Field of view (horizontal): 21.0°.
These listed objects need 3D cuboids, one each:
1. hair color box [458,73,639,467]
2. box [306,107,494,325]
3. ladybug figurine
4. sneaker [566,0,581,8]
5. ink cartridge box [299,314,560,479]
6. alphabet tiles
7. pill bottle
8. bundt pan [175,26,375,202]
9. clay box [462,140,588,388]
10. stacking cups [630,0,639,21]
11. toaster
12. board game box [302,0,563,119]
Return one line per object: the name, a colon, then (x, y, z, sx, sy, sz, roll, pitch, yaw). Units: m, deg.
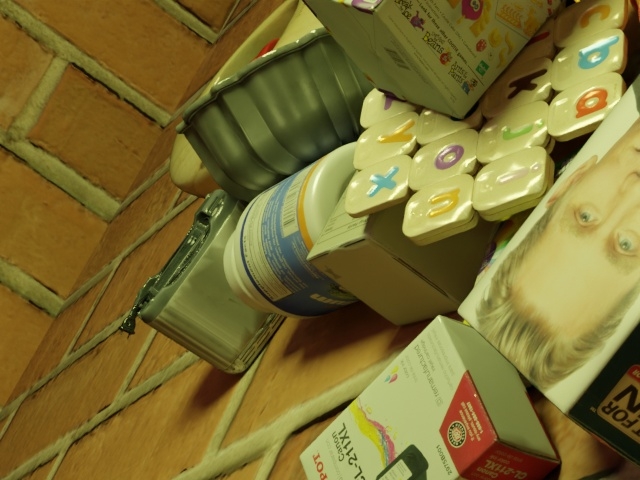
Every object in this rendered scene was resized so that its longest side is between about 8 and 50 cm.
hair color box: (0.259, -0.034, 1.124, 0.347, 0.105, 0.174, -53, 27, 5)
box: (0.128, -0.082, 1.672, 0.311, 0.121, 0.148, -60, 16, -20)
ladybug figurine: (-0.053, -0.188, 2.401, 0.449, 0.162, 0.305, -35, 25, 51)
sneaker: (0.207, -0.227, 1.797, 0.215, 0.084, 0.083, -31, 35, 32)
ink cartridge box: (0.077, 0.164, 1.290, 0.175, 0.072, 0.127, -47, 43, 25)
alphabet tiles: (0.147, -0.117, 1.526, 0.278, 0.021, 0.284, -21, 38, 30)
pill bottle: (0.000, 0.000, 1.832, 0.152, 0.152, 0.272, -61, 15, -24)
bundt pan: (0.010, -0.140, 1.966, 0.331, 0.124, 0.331, -24, -7, -3)
clay box: (0.182, 0.022, 1.403, 0.127, 0.053, 0.222, -37, 21, 43)
stacking cups: (0.308, -0.237, 1.547, 0.096, 0.096, 0.316, -47, 20, 27)
toaster: (-0.120, 0.060, 2.082, 0.227, 0.146, 0.129, -55, 14, -5)
board game box: (0.137, -0.267, 1.555, 0.275, 0.144, 0.142, -49, 33, -10)
